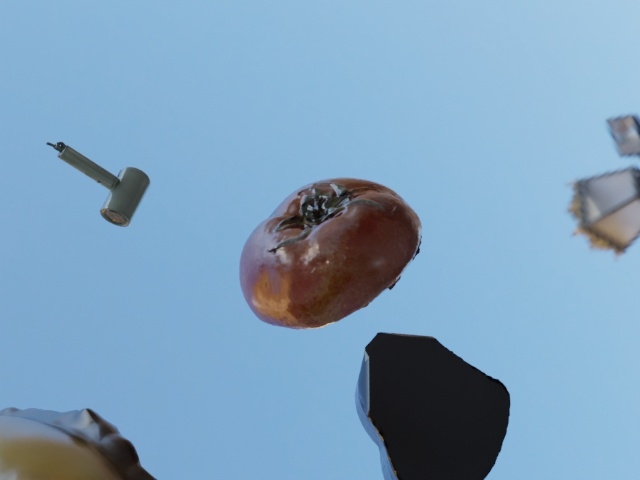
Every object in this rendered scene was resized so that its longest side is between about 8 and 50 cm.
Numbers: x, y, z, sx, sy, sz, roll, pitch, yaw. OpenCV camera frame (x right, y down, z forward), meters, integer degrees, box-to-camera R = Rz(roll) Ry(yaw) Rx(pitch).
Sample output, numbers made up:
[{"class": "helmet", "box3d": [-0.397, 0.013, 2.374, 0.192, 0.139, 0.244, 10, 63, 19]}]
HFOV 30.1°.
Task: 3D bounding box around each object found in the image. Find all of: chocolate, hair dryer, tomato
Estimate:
[{"class": "chocolate", "box3d": [0.086, 0.145, 0.981, 0.125, 0.080, 0.148, -21, -103, -25]}, {"class": "hair dryer", "box3d": [-0.252, -0.072, 1.322, 0.124, 0.038, 0.063, 34, -122, -20]}, {"class": "tomato", "box3d": [0.000, 0.000, 1.428, 0.095, 0.237, 0.237, 60, -145, -27]}]

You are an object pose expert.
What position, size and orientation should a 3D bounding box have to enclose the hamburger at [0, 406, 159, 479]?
[{"class": "hamburger", "box3d": [-0.165, 0.189, 0.432, 0.186, 0.303, 0.261, 4, -116, -45]}]
